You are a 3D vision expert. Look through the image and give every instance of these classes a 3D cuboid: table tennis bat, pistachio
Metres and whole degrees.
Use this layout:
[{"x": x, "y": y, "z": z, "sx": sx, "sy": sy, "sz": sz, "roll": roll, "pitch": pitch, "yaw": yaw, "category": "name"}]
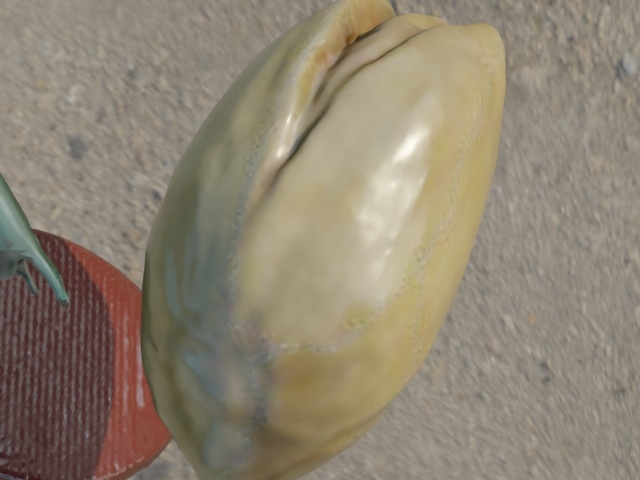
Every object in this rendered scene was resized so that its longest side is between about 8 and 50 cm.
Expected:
[{"x": -0.158, "y": 0.086, "z": 1.061, "sx": 0.038, "sy": 0.310, "sz": 0.200, "roll": -43, "pitch": 40, "yaw": 43, "category": "table tennis bat"}, {"x": 0.000, "y": 0.000, "z": 0.842, "sx": 0.162, "sy": 0.181, "sz": 0.293, "roll": 16, "pitch": 74, "yaw": 21, "category": "pistachio"}]

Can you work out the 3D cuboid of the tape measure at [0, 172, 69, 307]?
[{"x": -0.167, "y": -0.112, "z": 0.383, "sx": 0.330, "sy": 0.164, "sz": 0.084, "roll": 39, "pitch": 78, "yaw": -1, "category": "tape measure"}]
